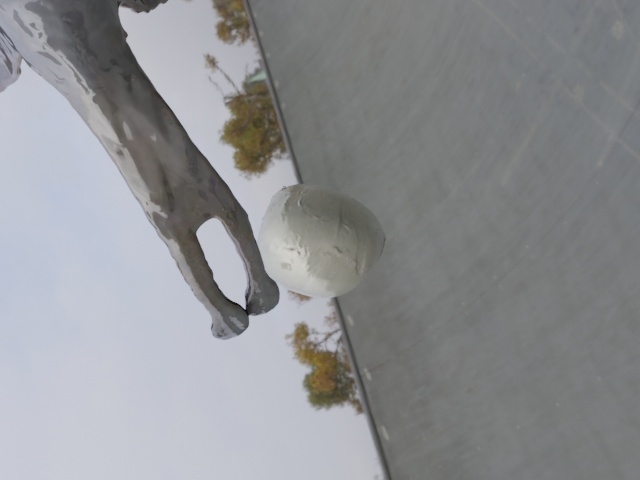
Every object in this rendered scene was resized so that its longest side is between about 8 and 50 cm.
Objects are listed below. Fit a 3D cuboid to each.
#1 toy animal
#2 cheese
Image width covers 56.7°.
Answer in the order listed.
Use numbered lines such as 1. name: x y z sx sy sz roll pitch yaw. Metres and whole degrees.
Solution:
1. toy animal: -0.132 -0.089 0.299 0.284 0.225 0.302 52 169 12
2. cheese: 0.000 0.000 0.894 0.189 0.198 0.154 -68 -1 -57
